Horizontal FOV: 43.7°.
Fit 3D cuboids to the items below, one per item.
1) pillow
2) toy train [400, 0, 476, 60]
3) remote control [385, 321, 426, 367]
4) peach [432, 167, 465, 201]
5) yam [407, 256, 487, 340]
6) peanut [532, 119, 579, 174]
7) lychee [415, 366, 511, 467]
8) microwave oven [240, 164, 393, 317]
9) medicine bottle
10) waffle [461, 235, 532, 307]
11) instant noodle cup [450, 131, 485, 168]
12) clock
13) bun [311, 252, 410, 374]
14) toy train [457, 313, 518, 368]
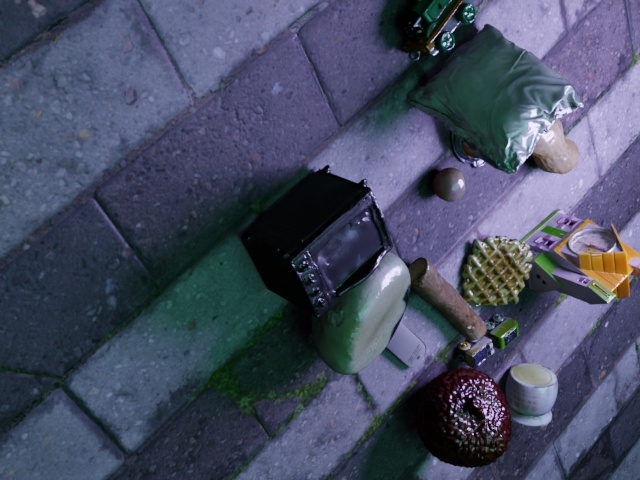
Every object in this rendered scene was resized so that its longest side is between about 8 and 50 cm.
[{"bbox_3d":[0.385,-0.308,1.756,0.283,0.310,0.138,-40,159,-16],"label":"pillow"},{"bbox_3d":[0.243,-0.485,1.691,0.228,0.091,0.136,-51,121,-11],"label":"toy train"},{"bbox_3d":[0.190,0.244,1.975,0.077,0.022,0.245,-54,133,-8],"label":"remote control"},{"bbox_3d":[0.304,-0.132,1.888,0.083,0.083,0.083,-16,117,-36],"label":"peach"},{"bbox_3d":[0.322,0.158,2.017,0.081,0.081,0.356,-55,131,-10],"label":"yam"},{"bbox_3d":[0.588,-0.254,2.069,0.274,0.111,0.125,29,71,-47],"label":"peanut"},{"bbox_3d":[0.367,0.461,2.068,0.260,0.260,0.261,-16,117,-36],"label":"lychee"},{"bbox_3d":[0.000,0.001,1.600,0.247,0.188,0.178,-41,129,-21],"label":"microwave oven"},{"bbox_3d":[0.614,0.452,2.336,0.147,0.147,0.143,-15,118,-36],"label":"medicine bottle"},{"bbox_3d":[0.465,0.085,2.110,0.214,0.054,0.208,0,108,-24],"label":"waffle"},{"bbox_3d":[0.415,-0.259,1.899,0.177,0.125,0.208,-47,131,-17],"label":"instant noodle cup"},{"bbox_3d":[0.714,0.054,2.154,0.235,0.309,0.166,-37,128,-25],"label":"clock"},{"bbox_3d":[0.068,0.144,1.738,0.283,0.179,0.283,-43,148,-34],"label":"bun"},{"bbox_3d":[0.459,0.275,2.177,0.202,0.081,0.060,-34,126,-26],"label":"toy train"}]
